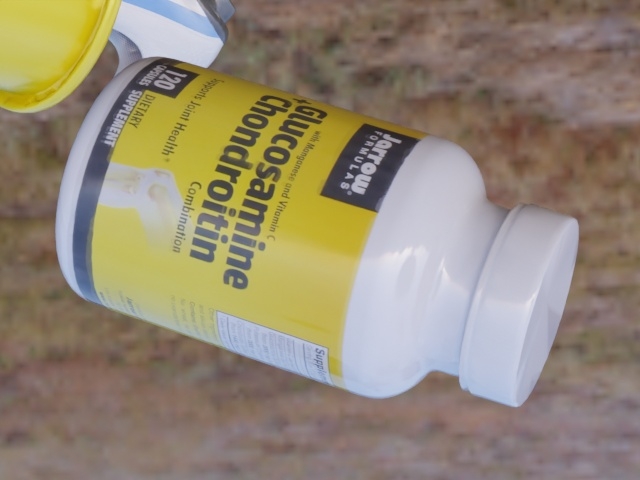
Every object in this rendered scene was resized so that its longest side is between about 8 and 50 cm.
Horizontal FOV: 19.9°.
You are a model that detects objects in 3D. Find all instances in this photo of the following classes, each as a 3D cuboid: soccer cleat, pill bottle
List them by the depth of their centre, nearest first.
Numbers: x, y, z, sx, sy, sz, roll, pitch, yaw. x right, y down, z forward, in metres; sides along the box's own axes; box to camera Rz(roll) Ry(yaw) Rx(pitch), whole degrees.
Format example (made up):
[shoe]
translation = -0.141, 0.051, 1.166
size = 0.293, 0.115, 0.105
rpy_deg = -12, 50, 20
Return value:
[pill bottle]
translation = 0.000, 0.000, 0.697
size = 0.184, 0.103, 0.103
rpy_deg = 17, 175, 16
[soccer cleat]
translation = -0.206, -0.248, 1.429
size = 0.143, 0.331, 0.116
rpy_deg = -40, -163, -7

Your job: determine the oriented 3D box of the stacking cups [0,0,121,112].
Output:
[stacking cups]
translation = -0.209, -0.106, 0.501
size = 0.316, 0.096, 0.096
rpy_deg = 9, 165, -40
